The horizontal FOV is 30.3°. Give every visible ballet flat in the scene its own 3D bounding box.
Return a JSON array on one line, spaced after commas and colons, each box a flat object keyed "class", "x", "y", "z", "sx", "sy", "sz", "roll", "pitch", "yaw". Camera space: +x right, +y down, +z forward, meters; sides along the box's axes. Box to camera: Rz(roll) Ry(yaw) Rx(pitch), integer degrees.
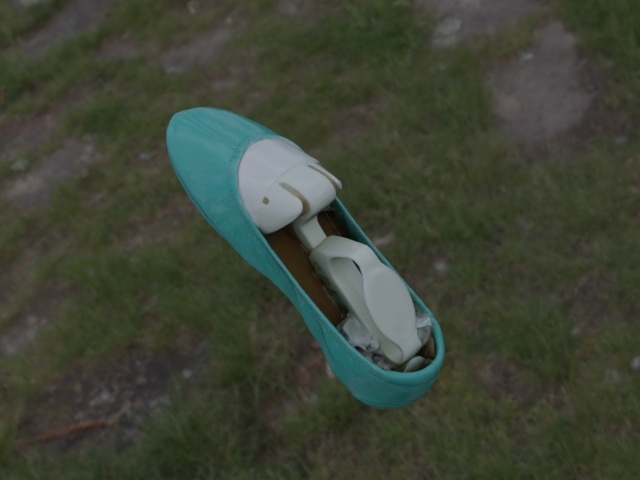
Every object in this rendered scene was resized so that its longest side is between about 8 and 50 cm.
[{"class": "ballet flat", "x": 0.000, "y": 0.000, "z": 0.766, "sx": 0.083, "sy": 0.247, "sz": 0.087, "roll": -40, "pitch": 5, "yaw": -34}]
